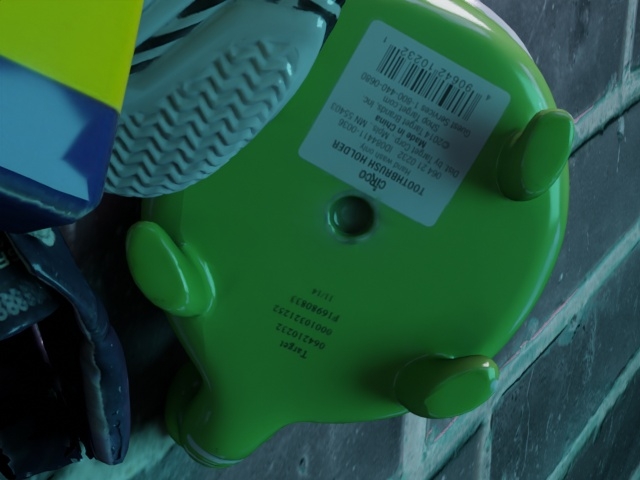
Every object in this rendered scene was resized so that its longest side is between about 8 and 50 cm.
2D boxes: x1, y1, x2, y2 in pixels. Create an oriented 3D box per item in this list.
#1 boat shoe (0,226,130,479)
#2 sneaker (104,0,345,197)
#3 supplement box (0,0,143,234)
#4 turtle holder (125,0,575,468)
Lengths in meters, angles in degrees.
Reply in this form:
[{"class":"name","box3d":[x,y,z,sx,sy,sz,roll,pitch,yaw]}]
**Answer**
[{"class":"boat shoe","box3d":[-0.152,-0.043,0.550,0.127,0.158,0.340,-32,137,-19]},{"class":"sneaker","box3d":[-0.027,-0.206,0.647,0.210,0.137,0.366,-74,-179,-70]},{"class":"supplement box","box3d":[-0.148,-0.189,0.365,0.195,0.194,0.356,23,70,-40]},{"class":"turtle holder","box3d":[0.019,-0.006,0.910,0.227,0.243,0.320,-87,177,-73]}]
